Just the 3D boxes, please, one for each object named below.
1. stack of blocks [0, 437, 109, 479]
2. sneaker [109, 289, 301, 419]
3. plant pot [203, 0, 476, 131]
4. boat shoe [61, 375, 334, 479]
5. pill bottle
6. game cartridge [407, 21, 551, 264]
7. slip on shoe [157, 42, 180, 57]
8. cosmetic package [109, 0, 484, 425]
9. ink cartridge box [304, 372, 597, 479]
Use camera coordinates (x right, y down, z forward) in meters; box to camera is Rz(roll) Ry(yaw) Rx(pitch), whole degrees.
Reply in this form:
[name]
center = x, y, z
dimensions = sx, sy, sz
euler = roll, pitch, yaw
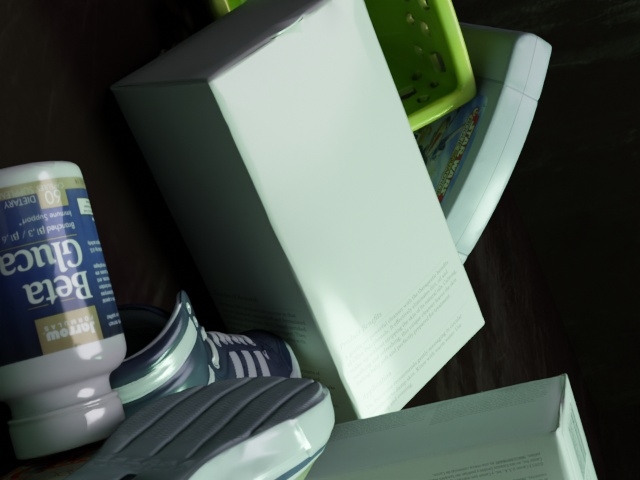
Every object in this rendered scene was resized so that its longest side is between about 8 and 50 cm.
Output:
[stack of blocks]
center = -0.122, 0.276, 0.687
dimensions = 0.171, 0.087, 0.297
euler = -22, 96, -73
[sneaker]
center = -0.098, 0.092, 0.901
dimensions = 0.282, 0.099, 0.153
euler = -53, 127, -65
[plant pot]
center = 0.001, -0.223, 1.237
dimensions = 0.227, 0.228, 0.207
euler = 68, -8, -22
[boat shoe]
center = -0.077, 0.154, 0.649
dimensions = 0.302, 0.109, 0.094
euler = -27, 115, -63
[pill bottle]
center = -0.173, 0.043, 0.716
dimensions = 0.094, 0.094, 0.169
euler = -11, 86, -73
[game cartridge]
center = 0.137, -0.092, 1.266
dimensions = 0.062, 0.297, 0.198
euler = 22, 4, -21
[slip on shoe]
center = -0.129, -0.161, 1.125
dimensions = 0.135, 0.051, 0.041
euler = -66, 177, -75
[cosmetic package]
center = -0.009, -0.026, 1.066
dimensions = 0.197, 0.155, 0.365
euler = -38, 116, -34
[ink cartridge box]
center = 0.080, 0.282, 0.935
dimensions = 0.130, 0.309, 0.272
euler = -42, 116, -71
